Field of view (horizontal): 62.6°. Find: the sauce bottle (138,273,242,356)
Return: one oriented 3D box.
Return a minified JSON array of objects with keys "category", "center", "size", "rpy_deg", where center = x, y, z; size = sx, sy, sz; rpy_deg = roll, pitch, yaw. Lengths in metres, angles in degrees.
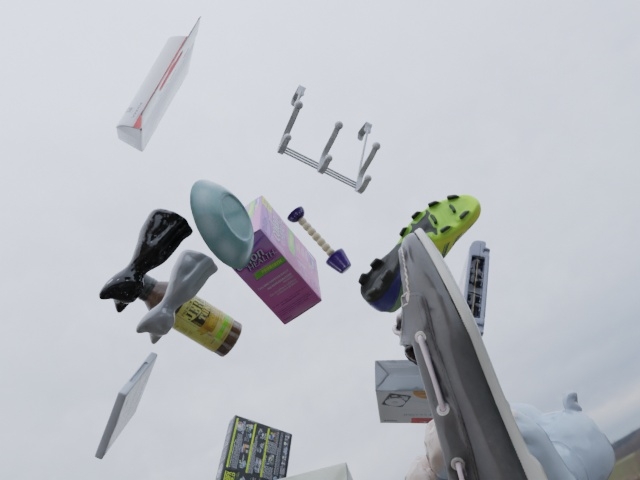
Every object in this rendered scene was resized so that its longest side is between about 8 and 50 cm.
[{"category":"sauce bottle","center":[-0.375,0.185,1.406],"size":[0.344,0.111,0.111],"rpy_deg":[34,-63,-17]}]

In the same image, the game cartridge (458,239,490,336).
[{"category":"game cartridge","center":[0.345,0.166,1.231],"size":[0.060,0.294,0.196],"rpy_deg":[9,-45,14]}]

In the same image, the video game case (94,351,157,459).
[{"category":"video game case","center":[-0.471,0.397,1.284],"size":[0.183,0.023,0.201],"rpy_deg":[-71,6,-72]}]

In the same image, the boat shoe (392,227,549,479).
[{"category":"boat shoe","center":[0.114,0.135,0.472],"size":[0.096,0.335,0.112],"rpy_deg":[-25,-35,10]}]

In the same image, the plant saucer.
[{"category":"plant saucer","center":[-0.179,-0.040,1.033],"size":[0.038,0.194,0.195],"rpy_deg":[-26,-28,19]}]

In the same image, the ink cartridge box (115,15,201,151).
[{"category":"ink cartridge box","center":[-0.265,-0.252,0.843],"size":[0.180,0.056,0.225],"rpy_deg":[-64,13,-12]}]

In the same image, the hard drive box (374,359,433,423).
[{"category":"hard drive box","center":[0.243,0.411,1.421],"size":[0.181,0.089,0.232],"rpy_deg":[-3,-38,9]}]

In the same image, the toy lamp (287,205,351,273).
[{"category":"toy lamp","center":[0.000,0.000,1.806],"size":[0.080,0.274,0.080],"rpy_deg":[-37,-16,-12]}]

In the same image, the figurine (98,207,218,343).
[{"category":"figurine","center":[-0.320,0.082,1.049],"size":[0.209,0.092,0.214],"rpy_deg":[-60,-32,-29]}]

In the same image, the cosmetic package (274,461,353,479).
[{"category":"cosmetic package","center":[-0.066,0.608,1.134],"size":[0.310,0.113,0.160],"rpy_deg":[-18,-70,5]}]

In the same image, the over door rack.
[{"category":"over door rack","center":[0.028,-0.281,1.345],"size":[0.240,0.324,0.108],"rpy_deg":[26,-53,-14]}]

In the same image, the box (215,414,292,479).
[{"category":"box","center":[-0.214,0.724,1.690],"size":[0.216,0.270,0.060],"rpy_deg":[23,-50,-15]}]

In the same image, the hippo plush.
[{"category":"hippo plush","center":[0.273,0.270,0.658],"size":[0.294,0.234,0.237],"rpy_deg":[-11,12,37]}]

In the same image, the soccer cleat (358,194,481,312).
[{"category":"soccer cleat","center":[0.200,0.028,1.020],"size":[0.289,0.093,0.121],"rpy_deg":[-45,-52,13]}]

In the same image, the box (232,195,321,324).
[{"category":"box","center":[-0.118,0.044,1.310],"size":[0.117,0.213,0.243],"rpy_deg":[-35,-67,12]}]
